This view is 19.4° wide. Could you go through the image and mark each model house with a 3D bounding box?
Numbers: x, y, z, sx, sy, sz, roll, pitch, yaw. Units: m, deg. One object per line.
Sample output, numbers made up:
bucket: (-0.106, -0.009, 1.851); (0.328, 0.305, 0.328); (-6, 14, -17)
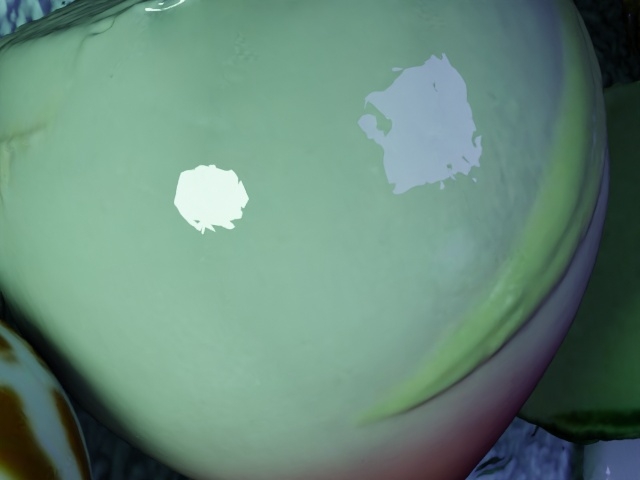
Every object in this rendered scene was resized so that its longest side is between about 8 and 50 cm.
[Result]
model house: (0.201, 0.028, 1.165); (0.189, 0.195, 0.214); (12, 63, -55)

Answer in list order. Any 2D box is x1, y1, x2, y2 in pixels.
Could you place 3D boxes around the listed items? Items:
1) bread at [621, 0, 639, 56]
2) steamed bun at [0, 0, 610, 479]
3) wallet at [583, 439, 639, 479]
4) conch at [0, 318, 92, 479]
bread: (0.320, -0.198, 1.350); (0.277, 0.167, 0.324); (46, 54, -37)
steamed bun: (0.000, 0.000, 0.873); (0.309, 0.309, 0.309); (16, 68, -43)
wallet: (0.217, 0.139, 1.246); (0.124, 0.032, 0.182); (27, 59, -42)
conch: (-0.165, 0.132, 0.755); (0.183, 0.149, 0.274); (9, 70, -41)
